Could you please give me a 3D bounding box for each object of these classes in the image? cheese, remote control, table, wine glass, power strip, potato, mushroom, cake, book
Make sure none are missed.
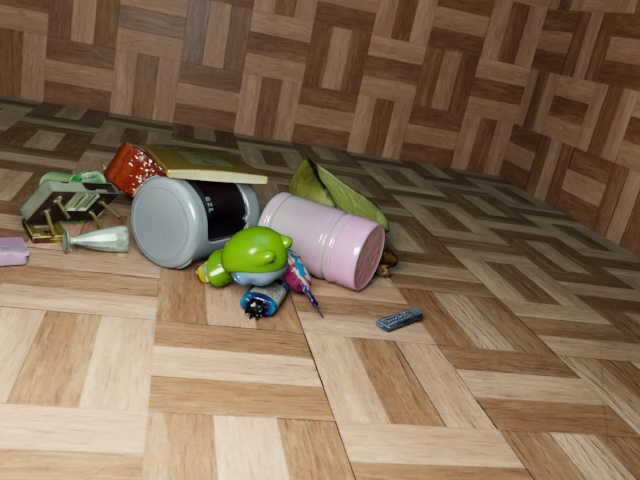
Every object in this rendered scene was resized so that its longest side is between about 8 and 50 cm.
[{"bbox_3d":[-0.054,0.098,1.632,0.062,0.155,0.244,-34,44,-4],"label":"cheese"},{"bbox_3d":[0.203,0.200,1.628,0.152,0.027,0.043,-9,34,-44],"label":"remote control"},{"bbox_3d":[-0.646,-0.079,1.714,0.111,0.121,0.240,53,21,13],"label":"table"},{"bbox_3d":[-0.580,-0.001,1.663,0.155,0.073,0.073,-3,23,-31],"label":"wine glass"},{"bbox_3d":[-0.815,0.027,1.478,0.279,0.037,0.109,-1,22,-35],"label":"power strip"},{"bbox_3d":[0.040,-0.052,2.041,0.330,0.212,0.280,31,22,-22],"label":"potato"},{"bbox_3d":[0.170,0.057,1.933,0.126,0.085,0.109,7,17,-33],"label":"mushroom"},{"bbox_3d":[-0.521,-0.184,1.980,0.283,0.151,0.177,32,6,-19],"label":"cake"},{"bbox_3d":[-0.331,-0.219,1.804,0.269,0.032,0.389,2,17,-24],"label":"book"}]

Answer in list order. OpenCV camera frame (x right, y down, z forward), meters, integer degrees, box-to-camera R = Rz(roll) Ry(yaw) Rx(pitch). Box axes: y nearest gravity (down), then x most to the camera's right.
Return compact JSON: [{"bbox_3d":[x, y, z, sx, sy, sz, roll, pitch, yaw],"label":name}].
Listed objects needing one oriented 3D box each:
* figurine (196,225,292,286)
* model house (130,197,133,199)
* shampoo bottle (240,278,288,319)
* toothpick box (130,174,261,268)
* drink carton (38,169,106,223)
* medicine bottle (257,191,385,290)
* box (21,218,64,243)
[{"bbox_3d":[-0.191,0.049,1.566,0.263,0.143,0.162,-15,10,35],"label":"figurine"},{"bbox_3d":[-0.626,-0.165,2.158,0.058,0.057,0.083,-31,60,-27],"label":"model house"},{"bbox_3d":[-0.137,0.138,1.556,0.087,0.050,0.183,17,18,6],"label":"shampoo bottle"},{"bbox_3d":[-0.326,-0.067,1.780,0.263,0.263,0.355,21,20,26],"label":"toothpick box"},{"bbox_3d":[-0.729,-0.140,1.884,0.142,0.146,0.144,10,17,23],"label":"drink carton"},{"bbox_3d":[0.000,0.000,1.810,0.316,0.202,0.202,20,20,24],"label":"medicine bottle"},{"bbox_3d":[-0.732,-0.027,1.713,0.090,0.023,0.133,-4,24,-36],"label":"box"}]
